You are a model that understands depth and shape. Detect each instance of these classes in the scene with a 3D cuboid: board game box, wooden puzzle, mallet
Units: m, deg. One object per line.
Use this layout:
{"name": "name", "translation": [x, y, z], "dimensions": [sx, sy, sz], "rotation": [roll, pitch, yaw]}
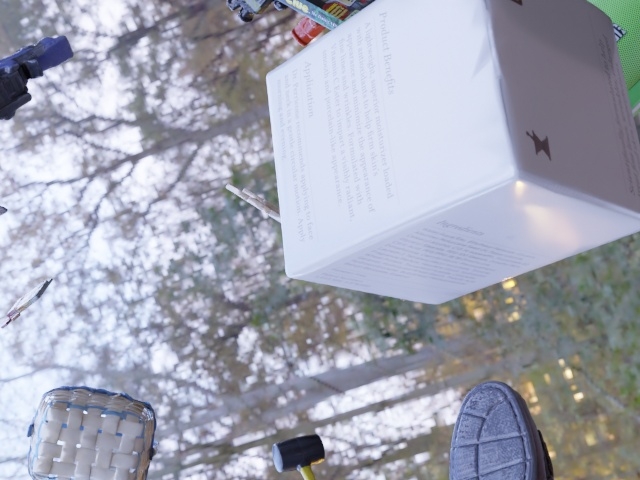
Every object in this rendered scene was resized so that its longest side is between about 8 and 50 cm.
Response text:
{"name": "board game box", "translation": [0.060, -0.380, 1.308], "dimensions": [0.136, 0.260, 0.030], "rotation": [31, 149, 21]}
{"name": "wooden puzzle", "translation": [-0.316, 0.064, 1.043], "dimensions": [0.006, 0.049, 0.083], "rotation": [51, -165, -16]}
{"name": "mallet", "translation": [0.009, 0.307, 1.149], "dimensions": [0.190, 0.062, 0.039], "rotation": [51, 145, 38]}

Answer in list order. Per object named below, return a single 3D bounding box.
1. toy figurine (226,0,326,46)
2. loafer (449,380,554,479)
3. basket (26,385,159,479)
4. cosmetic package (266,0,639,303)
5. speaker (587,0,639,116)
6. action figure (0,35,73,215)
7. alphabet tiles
{"name": "toy figurine", "translation": [-0.051, -0.443, 1.555], "dimensions": [0.213, 0.148, 0.209], "rotation": [14, -131, -42]}
{"name": "loafer", "translation": [0.214, 0.309, 1.057], "dimensions": [0.095, 0.109, 0.302], "rotation": [22, -125, -46]}
{"name": "basket", "translation": [-0.435, 0.378, 1.822], "dimensions": [0.289, 0.255, 0.201], "rotation": [162, 120, -82]}
{"name": "cosmetic package", "translation": [0.084, -0.062, 0.615], "dimensions": [0.151, 0.183, 0.151], "rotation": [13, -117, -42]}
{"name": "speaker", "translation": [0.268, -0.173, 0.941], "dimensions": [0.131, 0.296, 0.131], "rotation": [44, 170, 10]}
{"name": "action figure", "translation": [-0.417, -0.093, 1.098], "dimensions": [0.330, 0.341, 0.178], "rotation": [28, 147, 53]}
{"name": "alphabet tiles", "translation": [0.000, 0.000, 1.379], "dimensions": [0.278, 0.021, 0.284], "rotation": [33, 179, -42]}
